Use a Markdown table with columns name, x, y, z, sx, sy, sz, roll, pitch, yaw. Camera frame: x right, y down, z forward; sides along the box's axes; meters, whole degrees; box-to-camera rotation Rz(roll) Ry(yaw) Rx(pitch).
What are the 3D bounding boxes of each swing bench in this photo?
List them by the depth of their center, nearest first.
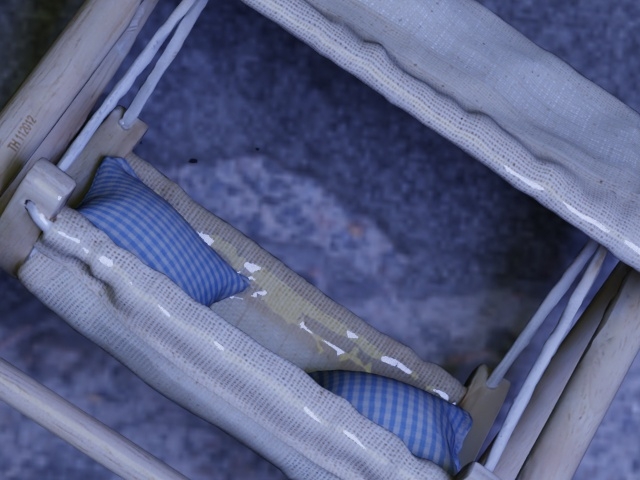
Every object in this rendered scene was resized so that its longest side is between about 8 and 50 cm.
| name | x | y | z | sx | sy | sz | roll | pitch | yaw |
| --- | --- | --- | --- | --- | --- | --- | --- | --- | --- |
| swing bench | 0.000 | 0.000 | 0.718 | 0.253 | 0.165 | 0.255 | 33 | 82 | -2 |
